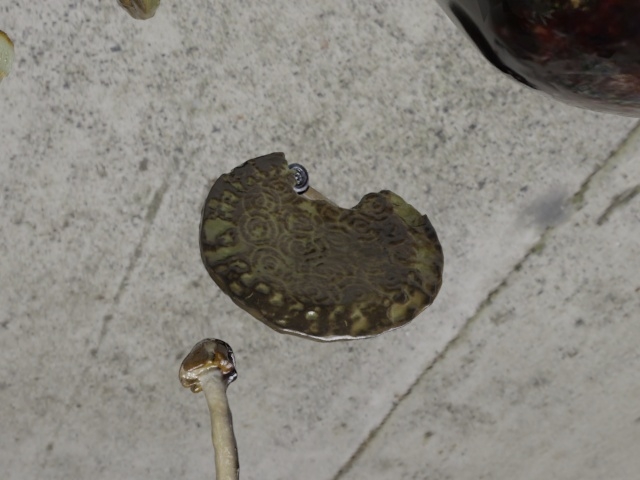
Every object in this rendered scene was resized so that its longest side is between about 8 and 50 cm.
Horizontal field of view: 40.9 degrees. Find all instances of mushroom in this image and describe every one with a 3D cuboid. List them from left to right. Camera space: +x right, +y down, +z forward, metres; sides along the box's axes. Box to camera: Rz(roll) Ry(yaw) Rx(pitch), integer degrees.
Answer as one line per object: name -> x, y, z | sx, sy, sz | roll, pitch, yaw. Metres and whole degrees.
mushroom -> -0.108, 0.192, 0.877 | 0.061, 0.187, 0.060 | -5, 168, -15

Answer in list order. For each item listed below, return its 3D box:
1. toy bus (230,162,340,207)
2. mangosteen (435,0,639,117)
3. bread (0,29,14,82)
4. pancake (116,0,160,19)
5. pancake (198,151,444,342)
toy bus -> -0.034, -0.009, 1.449 | 0.289, 0.157, 0.139 | 35, 156, -26
mangosteen -> 0.144, -0.187, 0.322 | 0.231, 0.231, 0.289 | -4, 145, -20
bread -> -0.202, -0.104, 0.432 | 0.109, 0.062, 0.043 | 22, 88, -37
pancake -> -0.363, -0.487, 1.490 | 0.050, 0.242, 0.242 | -35, 140, -18
pancake -> 0.000, 0.000, 1.024 | 0.288, 0.286, 0.033 | -14, 146, -22
